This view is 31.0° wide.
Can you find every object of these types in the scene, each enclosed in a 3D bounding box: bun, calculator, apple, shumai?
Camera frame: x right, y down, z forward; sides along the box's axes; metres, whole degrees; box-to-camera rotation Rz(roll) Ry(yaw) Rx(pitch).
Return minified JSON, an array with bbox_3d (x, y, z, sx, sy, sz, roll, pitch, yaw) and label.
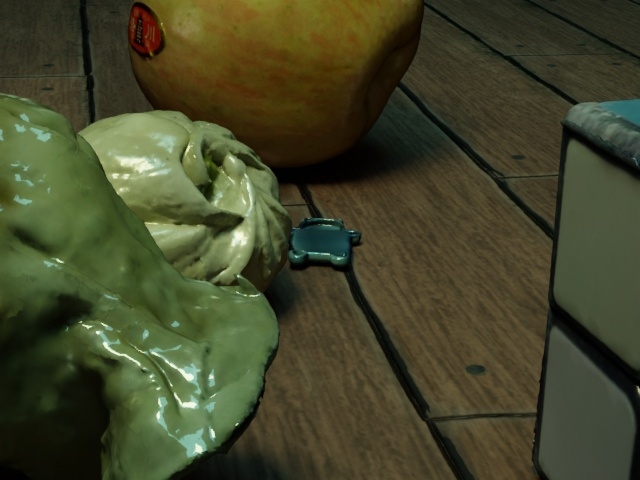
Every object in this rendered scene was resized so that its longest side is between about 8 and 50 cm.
[{"bbox_3d":[-0.144,-0.037,1.127,0.259,0.160,0.259,25,34,-18],"label":"bun"},{"bbox_3d":[0.000,0.000,1.322,0.094,0.019,0.141,3,21,1],"label":"calculator"},{"bbox_3d":[-0.049,-0.285,1.550,0.346,0.391,0.391,35,33,17],"label":"apple"},{"bbox_3d":[-0.169,0.042,0.819,0.288,0.292,0.330,-4,56,18],"label":"shumai"}]

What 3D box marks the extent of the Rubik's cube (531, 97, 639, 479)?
[{"bbox_3d":[0.349,0.084,0.754,0.318,0.313,0.316,-6,23,-15],"label":"Rubik's cube"}]
